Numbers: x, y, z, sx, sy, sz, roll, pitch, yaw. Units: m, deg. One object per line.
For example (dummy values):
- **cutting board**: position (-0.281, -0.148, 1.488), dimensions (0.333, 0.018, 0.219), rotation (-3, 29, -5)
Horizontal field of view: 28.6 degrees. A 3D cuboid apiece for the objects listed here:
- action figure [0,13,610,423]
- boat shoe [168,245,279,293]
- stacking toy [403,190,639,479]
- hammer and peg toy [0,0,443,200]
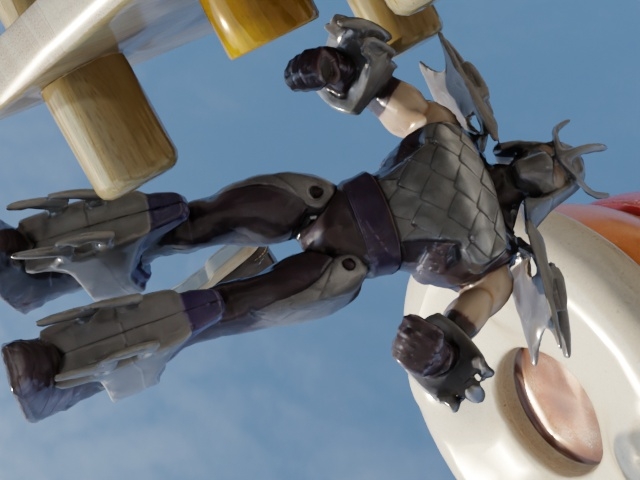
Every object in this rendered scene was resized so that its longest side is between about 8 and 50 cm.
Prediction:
- **action figure**: position (0.000, 0.000, 0.556), dimensions (0.285, 0.099, 0.185), rotation (-16, -115, -10)
- **boat shoe**: position (-0.129, 0.075, 1.363), dimensions (0.065, 0.206, 0.075), rotation (47, -169, -21)
- **stacking toy**: position (0.345, 0.058, 1.104), dimensions (0.480, 0.350, 0.350), rotation (-26, -111, -29)
- **hammer and peg toy**: position (0.044, -0.153, 0.525), dimensions (0.361, 0.266, 0.127), rotation (-32, -85, -41)
